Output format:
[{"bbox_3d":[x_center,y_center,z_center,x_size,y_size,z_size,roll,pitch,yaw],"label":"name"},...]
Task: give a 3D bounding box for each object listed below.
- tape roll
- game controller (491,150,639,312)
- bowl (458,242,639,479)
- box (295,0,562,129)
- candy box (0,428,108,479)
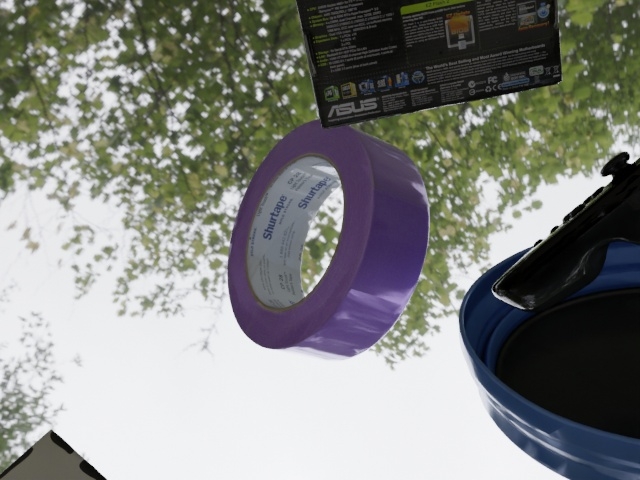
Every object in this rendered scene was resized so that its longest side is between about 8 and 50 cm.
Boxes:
[{"bbox_3d":[0.000,0.000,0.912,0.274,0.090,0.275,-27,-125,45],"label":"tape roll"},{"bbox_3d":[0.243,-0.040,0.597,0.166,0.319,0.067,-37,-97,38],"label":"game controller"},{"bbox_3d":[0.325,0.096,0.704,0.390,0.391,0.077,3,-64,25],"label":"bowl"},{"bbox_3d":[0.074,-0.190,0.568,0.190,0.184,0.045,-11,-158,4],"label":"box"},{"bbox_3d":[-0.191,0.272,0.582,0.233,0.071,0.159,27,-124,34],"label":"candy box"}]
